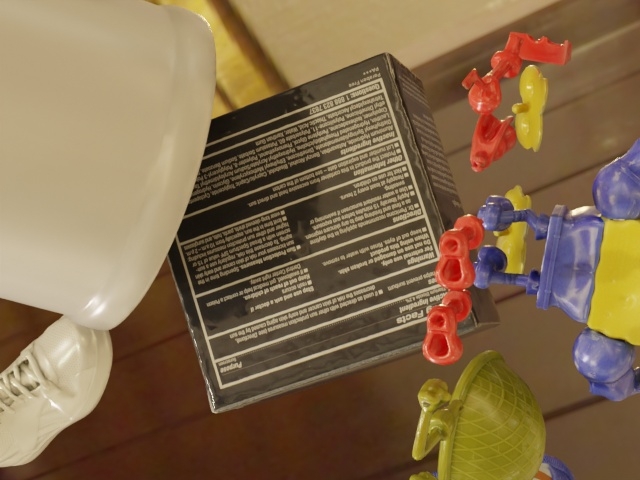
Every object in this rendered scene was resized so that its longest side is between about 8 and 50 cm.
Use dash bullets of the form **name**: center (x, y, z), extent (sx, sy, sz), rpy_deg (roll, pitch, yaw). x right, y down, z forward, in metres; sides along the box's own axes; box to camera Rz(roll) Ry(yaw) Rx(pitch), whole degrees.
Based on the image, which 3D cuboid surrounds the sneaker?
- **sneaker**: center (-0.377, 0.196, 1.676), extent (0.169, 0.292, 0.108), rpy_deg (-8, -124, -48)

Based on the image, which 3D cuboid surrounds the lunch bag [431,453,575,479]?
- **lunch bag**: center (0.092, 0.392, 1.170), extent (0.239, 0.385, 0.328), rpy_deg (44, -161, -32)

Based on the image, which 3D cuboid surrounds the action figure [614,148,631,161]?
- **action figure**: center (0.538, -0.047, 1.846), extent (0.178, 0.341, 0.330), rpy_deg (-40, -29, -51)

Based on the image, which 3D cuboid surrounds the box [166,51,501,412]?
- **box**: center (0.000, 0.000, 1.489), extent (0.183, 0.296, 0.294), rpy_deg (13, -121, -73)

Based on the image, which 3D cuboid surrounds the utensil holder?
- **utensil holder**: center (-0.338, -0.117, 1.299), extent (0.385, 0.327, 0.328), rpy_deg (16, -134, -25)

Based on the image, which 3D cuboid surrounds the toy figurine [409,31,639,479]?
- **toy figurine**: center (0.198, 0.055, 0.945), extent (0.191, 0.217, 0.363), rpy_deg (-27, -54, -67)
